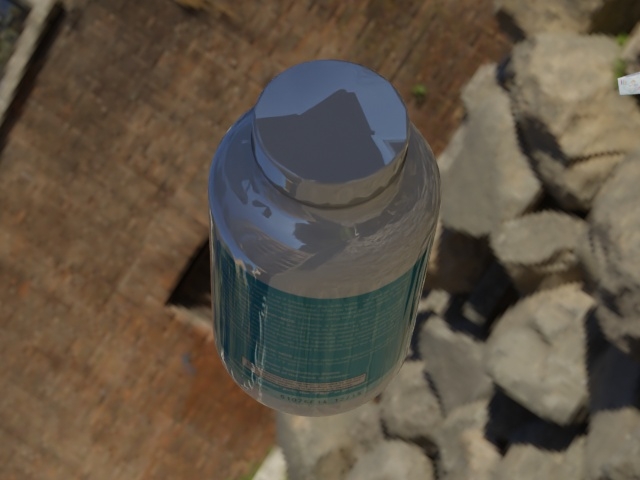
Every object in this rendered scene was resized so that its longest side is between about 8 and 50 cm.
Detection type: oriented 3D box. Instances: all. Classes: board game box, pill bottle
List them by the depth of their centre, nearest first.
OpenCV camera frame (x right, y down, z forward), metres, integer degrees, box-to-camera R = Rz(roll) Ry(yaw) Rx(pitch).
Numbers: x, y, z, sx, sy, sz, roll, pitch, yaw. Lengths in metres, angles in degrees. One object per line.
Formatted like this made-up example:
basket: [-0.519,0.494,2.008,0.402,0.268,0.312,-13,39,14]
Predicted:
pill bottle: [0.000,0.000,0.904,0.146,0.146,0.264,-58,-13,-29]
board game box: [0.356,-0.163,1.365,0.090,0.020,0.090,0,15,45]
